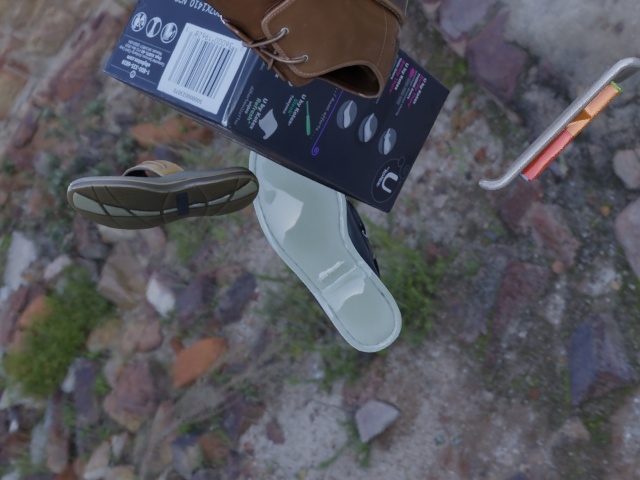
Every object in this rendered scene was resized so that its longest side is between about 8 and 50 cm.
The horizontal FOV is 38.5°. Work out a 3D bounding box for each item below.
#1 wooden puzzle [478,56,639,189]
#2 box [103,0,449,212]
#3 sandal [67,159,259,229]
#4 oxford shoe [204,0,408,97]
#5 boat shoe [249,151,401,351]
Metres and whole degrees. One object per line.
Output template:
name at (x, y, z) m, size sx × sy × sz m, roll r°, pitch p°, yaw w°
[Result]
wooden puzzle at (0.310, -0.139, 1.192) m, size 0.238 × 0.044 × 0.221 m, roll -41°, pitch -3°, yaw 11°
box at (-0.029, -0.145, 0.838) m, size 0.165 × 0.270 × 0.143 m, roll 28°, pitch 93°, yaw 36°
sandal at (-0.149, -0.052, 0.877) m, size 0.072 × 0.180 × 0.049 m, roll 104°, pitch 153°, yaw -54°
oxford shoe at (-0.023, -0.131, 0.519) m, size 0.076 × 0.212 × 0.076 m, roll 0°, pitch 82°, yaw 44°
boat shoe at (0.004, -0.002, 1.314) m, size 0.127 × 0.340 × 0.113 m, roll -35°, pitch 6°, yaw 0°
